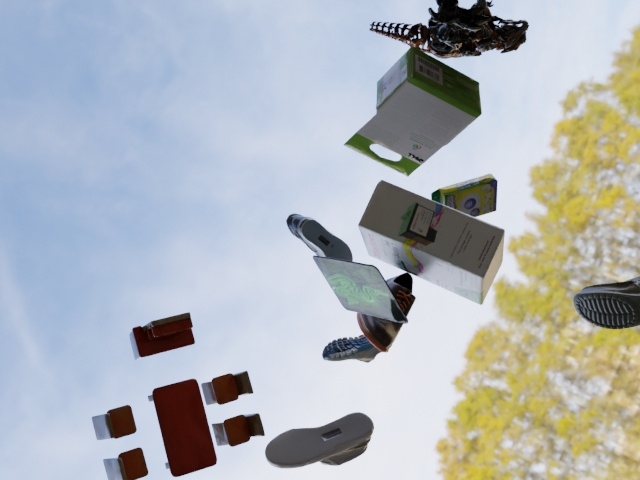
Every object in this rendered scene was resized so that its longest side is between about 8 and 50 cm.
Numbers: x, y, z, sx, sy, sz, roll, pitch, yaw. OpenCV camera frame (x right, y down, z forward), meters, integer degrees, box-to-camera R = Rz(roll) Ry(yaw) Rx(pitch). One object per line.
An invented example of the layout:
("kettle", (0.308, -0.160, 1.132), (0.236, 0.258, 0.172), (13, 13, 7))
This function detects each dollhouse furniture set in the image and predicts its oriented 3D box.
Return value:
("dollhouse furniture set", (-0.241, 0.261, 1.502), (0.262, 0.135, 0.259), (-13, -97, -29))

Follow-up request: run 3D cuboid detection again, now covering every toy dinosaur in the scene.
("toy dinosaur", (0.278, -0.443, 1.880), (0.322, 0.164, 0.218), (-21, -21, -10))

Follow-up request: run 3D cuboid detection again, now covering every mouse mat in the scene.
("mouse mat", (0.075, 0.093, 1.720), (0.007, 0.190, 0.152), (-46, -58, -25))

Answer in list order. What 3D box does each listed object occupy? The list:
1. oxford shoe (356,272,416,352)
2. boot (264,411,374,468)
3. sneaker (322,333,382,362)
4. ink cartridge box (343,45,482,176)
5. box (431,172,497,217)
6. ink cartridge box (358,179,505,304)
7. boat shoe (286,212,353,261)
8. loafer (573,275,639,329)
("oxford shoe", (0.147, 0.144, 1.921), (0.098, 0.097, 0.271), (-45, 10, 24))
("boot", (-0.001, 0.478, 2.022), (0.258, 0.095, 0.123), (-13, -42, -16))
("sneaker", (0.098, 0.289, 2.308), (0.191, 0.071, 0.082), (-14, -56, -13))
("ink cartridge box", (0.193, -0.271, 1.934), (0.189, 0.255, 0.097), (23, -130, -24))
("box", (0.376, -0.104, 2.349), (0.179, 0.043, 0.105), (-16, -50, -10))
("ink cartridge box", (0.232, 0.006, 1.861), (0.117, 0.278, 0.201), (-62, -18, -14))
("boat shoe", (0.000, 0.000, 2.063), (0.065, 0.083, 0.183), (-50, -56, -8))
("loafer", (0.652, 0.123, 1.845), (0.087, 0.251, 0.094), (-53, -46, -50))
